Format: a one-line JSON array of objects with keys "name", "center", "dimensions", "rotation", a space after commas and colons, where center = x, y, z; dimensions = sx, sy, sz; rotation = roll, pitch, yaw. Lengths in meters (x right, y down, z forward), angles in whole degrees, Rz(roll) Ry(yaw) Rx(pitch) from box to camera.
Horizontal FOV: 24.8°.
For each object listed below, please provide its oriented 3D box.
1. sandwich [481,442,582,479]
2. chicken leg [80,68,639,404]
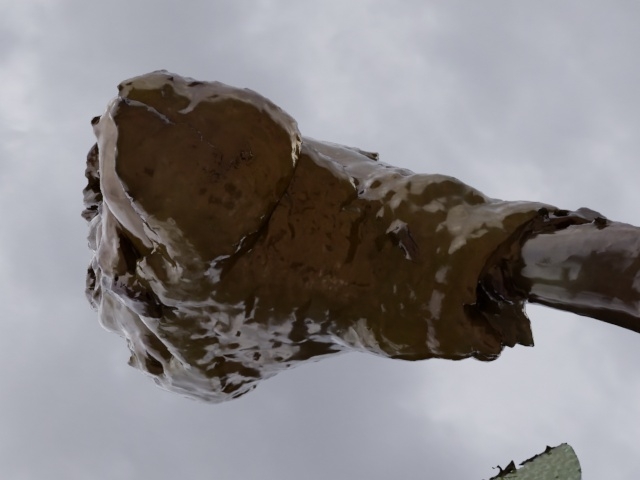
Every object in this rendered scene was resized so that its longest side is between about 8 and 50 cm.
[{"name": "sandwich", "center": [0.130, 0.243, 0.997], "dimensions": [0.245, 0.212, 0.063], "rotation": [-20, -67, -20]}, {"name": "chicken leg", "center": [0.000, 0.000, 0.841], "dimensions": [0.295, 0.409, 0.182], "rotation": [47, -123, -53]}]
